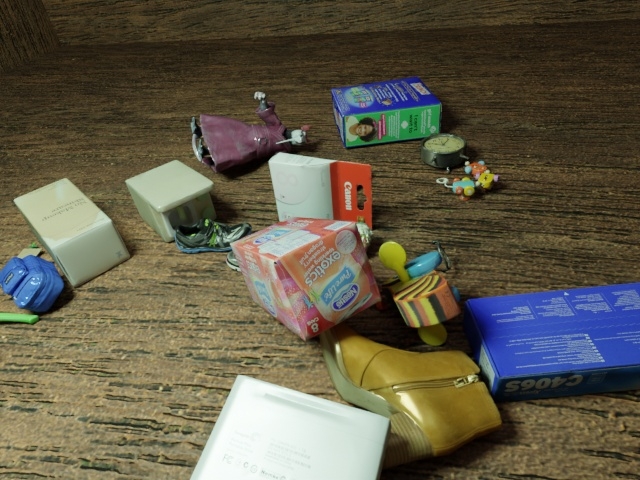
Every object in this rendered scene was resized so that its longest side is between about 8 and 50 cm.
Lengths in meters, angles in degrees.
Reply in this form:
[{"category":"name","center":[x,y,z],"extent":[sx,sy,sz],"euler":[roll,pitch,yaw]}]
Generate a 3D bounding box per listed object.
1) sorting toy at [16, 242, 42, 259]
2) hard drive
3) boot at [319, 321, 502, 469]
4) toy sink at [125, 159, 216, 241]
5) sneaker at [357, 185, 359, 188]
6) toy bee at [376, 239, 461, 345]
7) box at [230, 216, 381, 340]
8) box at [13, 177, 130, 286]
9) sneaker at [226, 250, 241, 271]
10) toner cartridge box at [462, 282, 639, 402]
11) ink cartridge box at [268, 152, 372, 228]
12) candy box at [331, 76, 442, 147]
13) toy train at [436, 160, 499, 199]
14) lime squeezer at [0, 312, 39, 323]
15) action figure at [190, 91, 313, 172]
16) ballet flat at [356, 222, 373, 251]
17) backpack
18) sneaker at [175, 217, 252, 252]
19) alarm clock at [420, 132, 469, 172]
[{"category":"sorting toy","center":[-0.741,0.034,1.118],"extent":[0.061,0.012,0.083],"euler":[-4,42,11]},{"category":"hard drive","center":[-0.070,0.361,0.525],"extent":[0.232,0.047,0.353],"euler":[9,54,20]},{"category":"boot","center":[0.133,0.208,0.717],"extent":[0.211,0.104,0.295],"euler":[-13,42,-17]},{"category":"toy sink","center":[-0.372,-0.096,1.132],"extent":[0.152,0.131,0.234],"euler":[-32,40,-28]},{"category":"sneaker","center":[0.027,-0.165,1.195],"extent":[0.237,0.086,0.085],"euler":[-24,40,-22]},{"category":"toy bee","center":[0.171,0.103,0.810],"extent":[0.162,0.298,0.196],"euler":[-28,73,17]},{"category":"box","center":[-0.043,0.051,0.797],"extent":[0.154,0.142,0.300],"euler":[-24,14,-21]},{"category":"box","center":[-0.623,-0.030,1.093],"extent":[0.311,0.121,0.148],"euler":[29,50,36]},{"category":"sneaker","center":[-0.133,0.028,0.985],"extent":[0.170,0.075,0.063],"euler":[2,39,11]},{"category":"toner cartridge box","center":[0.435,0.164,0.732],"extent":[0.347,0.075,0.165],"euler":[-6,40,2]},{"category":"ink cartridge box","center":[0.001,-0.103,1.037],"extent":[0.232,0.189,0.066],"euler":[15,44,24]},{"category":"candy box","center":[0.212,-0.436,1.475],"extent":[0.316,0.122,0.268],"euler":[-9,38,-1]},{"category":"toy train","center":[0.396,-0.157,1.165],"extent":[0.166,0.046,0.125],"euler":[-25,36,-22]},{"category":"lime squeezer","center":[-0.759,0.134,0.962],"extent":[0.310,0.059,0.110],"euler":[19,45,29]},{"category":"action figure","center":[-0.199,-0.294,1.366],"extent":[0.369,0.248,0.275],"euler":[-8,-6,-21]},{"category":"ballet flat","center":[0.000,0.000,1.001],"extent":[0.240,0.091,0.077],"euler":[-2,61,12]},{"category":"backpack","center":[-0.627,0.098,0.948],"extent":[0.120,0.101,0.098],"euler":[33,91,33]},{"category":"sneaker","center":[-0.260,-0.017,1.057],"extent":[0.188,0.078,0.067],"euler":[-6,39,0]},{"category":"alarm clock","center":[0.359,-0.273,1.295],"extent":[0.129,0.064,0.192],"euler":[-5,40,4]}]
